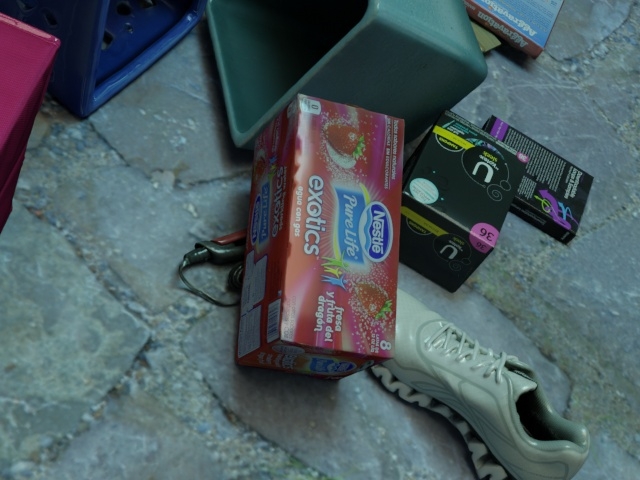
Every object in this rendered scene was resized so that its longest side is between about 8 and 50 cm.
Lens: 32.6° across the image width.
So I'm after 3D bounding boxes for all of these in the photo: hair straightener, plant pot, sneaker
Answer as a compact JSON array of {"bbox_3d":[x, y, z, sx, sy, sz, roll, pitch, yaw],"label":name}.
[{"bbox_3d":[-0.045,0.014,1.165,0.231,0.047,0.089,-15,64,-34],"label":"hair straightener"},{"bbox_3d":[0.048,-0.237,1.282,0.252,0.247,0.247,16,48,-39],"label":"plant pot"},{"bbox_3d":[-0.252,-0.318,1.186,0.212,0.236,0.236,37,52,7],"label":"plant pot"},{"bbox_3d":[0.156,0.141,1.128,0.292,0.118,0.110,44,51,11],"label":"sneaker"}]

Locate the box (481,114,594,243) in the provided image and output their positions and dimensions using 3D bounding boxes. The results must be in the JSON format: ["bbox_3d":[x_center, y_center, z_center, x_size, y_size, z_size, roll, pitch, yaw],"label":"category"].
[{"bbox_3d":[0.266,-0.079,1.402,0.162,0.029,0.116,30,49,-1],"label":"box"}]

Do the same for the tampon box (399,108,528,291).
[{"bbox_3d":[0.150,-0.048,1.271,0.120,0.101,0.161,30,49,-3],"label":"tampon box"}]

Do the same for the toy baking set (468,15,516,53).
[{"bbox_3d":[0.213,-0.357,1.584,0.197,0.030,0.256,1,56,-29],"label":"toy baking set"}]

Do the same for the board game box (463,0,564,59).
[{"bbox_3d":[0.212,-0.378,1.559,0.281,0.027,0.145,33,45,-4],"label":"board game box"}]

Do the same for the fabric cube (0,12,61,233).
[{"bbox_3d":[-0.397,-0.051,0.902,0.254,0.259,0.258,21,48,-10],"label":"fabric cube"}]

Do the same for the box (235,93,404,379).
[{"bbox_3d":[0.000,0.000,1.100,0.123,0.128,0.256,12,69,-21],"label":"box"}]
